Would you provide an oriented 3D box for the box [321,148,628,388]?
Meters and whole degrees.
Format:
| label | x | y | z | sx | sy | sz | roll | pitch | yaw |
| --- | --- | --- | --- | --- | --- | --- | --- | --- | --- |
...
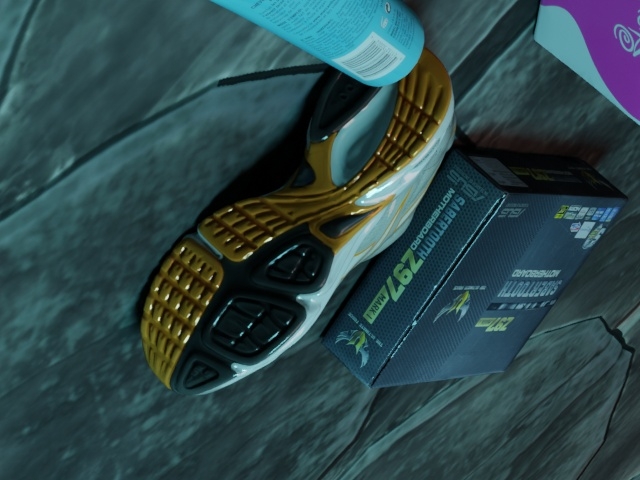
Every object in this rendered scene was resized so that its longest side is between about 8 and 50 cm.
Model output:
| label | x | y | z | sx | sy | sz | roll | pitch | yaw |
| --- | --- | --- | --- | --- | --- | --- | --- | --- | --- |
| box | 0.123 | 0.022 | 1.466 | 0.183 | 0.059 | 0.232 | -55 | 154 | 18 |

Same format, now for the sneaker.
| label | x | y | z | sx | sy | sz | roll | pitch | yaw |
| --- | --- | --- | --- | --- | --- | --- | --- | --- | --- |
| sneaker | 0.000 | 0.000 | 1.208 | 0.262 | 0.099 | 0.121 | -47 | 159 | 2 |

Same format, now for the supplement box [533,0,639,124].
| label | x | y | z | sx | sy | sz | roll | pitch | yaw |
| --- | --- | --- | --- | --- | --- | --- | --- | --- | --- |
| supplement box | 0.264 | -0.196 | 1.317 | 0.220 | 0.114 | 0.111 | -34 | 153 | -23 |

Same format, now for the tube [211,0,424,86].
| label | x | y | z | sx | sy | sz | roll | pitch | yaw |
| --- | --- | --- | --- | --- | --- | --- | --- | --- | --- |
| tube | -0.010 | -0.139 | 1.050 | 0.080 | 0.052 | 0.207 | -55 | 149 | 5 |
